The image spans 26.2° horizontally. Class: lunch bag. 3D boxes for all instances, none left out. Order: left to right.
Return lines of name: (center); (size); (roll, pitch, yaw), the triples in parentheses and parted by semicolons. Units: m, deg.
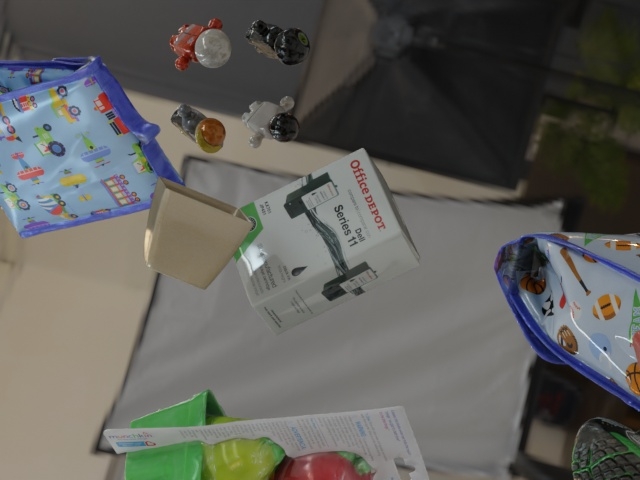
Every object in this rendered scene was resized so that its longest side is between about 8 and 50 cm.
lunch bag: (-0.332, -0.133, 1.851); (0.138, 0.293, 0.221); (-54, -53, -37)
lunch bag: (0.508, 0.097, 2.174); (0.385, 0.328, 0.239); (34, 119, 48)

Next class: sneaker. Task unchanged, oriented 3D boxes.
sneaker: (0.513, 0.356, 2.222); (0.343, 0.134, 0.146); (35, -132, -42)

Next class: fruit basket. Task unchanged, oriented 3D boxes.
fruit basket: (-0.046, 0.282, 1.672); (0.327, 0.353, 0.165); (68, -167, -52)

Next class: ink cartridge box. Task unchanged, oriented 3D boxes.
ink cartridge box: (0.000, 0.000, 1.720); (0.087, 0.208, 0.153); (57, -171, -53)

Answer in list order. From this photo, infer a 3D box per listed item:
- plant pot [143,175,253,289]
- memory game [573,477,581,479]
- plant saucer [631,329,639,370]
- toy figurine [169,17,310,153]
plant pot: (-0.152, -0.004, 1.598); (0.096, 0.109, 0.109); (-67, 15, 4)
memory game: (0.303, 0.370, 1.588); (0.186, 0.012, 0.186); (-4, -90, -80)
plant saucer: (0.555, 0.185, 1.786); (0.047, 0.259, 0.258); (-95, -15, -49)
toy figurine: (-0.128, -0.246, 2.182); (0.148, 0.213, 0.209); (26, 116, 57)
